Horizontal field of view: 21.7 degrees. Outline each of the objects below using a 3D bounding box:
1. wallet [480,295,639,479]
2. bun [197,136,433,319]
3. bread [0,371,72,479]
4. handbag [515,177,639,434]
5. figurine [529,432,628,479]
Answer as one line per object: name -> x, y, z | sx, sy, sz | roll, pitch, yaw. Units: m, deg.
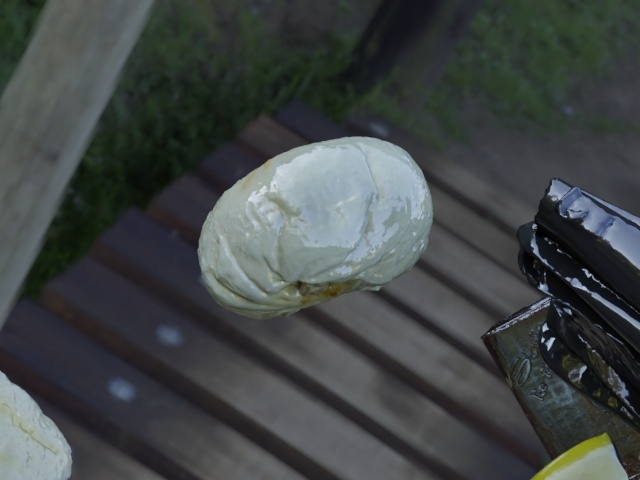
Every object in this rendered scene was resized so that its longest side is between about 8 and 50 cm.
wallet -> 0.275, 0.171, 1.773 | 0.232, 0.122, 0.031 | 61, 15, -1
bun -> 0.000, 0.000, 1.292 | 0.188, 0.164, 0.111 | -14, 64, -26
bread -> -0.215, 0.091, 0.695 | 0.139, 0.178, 0.060 | 50, 30, -45
handbag -> 0.269, 0.085, 1.291 | 0.257, 0.113, 0.285 | 39, -9, 25
figurine -> 0.163, 0.218, 0.878 | 0.327, 0.218, 0.169 | 26, -16, 47
